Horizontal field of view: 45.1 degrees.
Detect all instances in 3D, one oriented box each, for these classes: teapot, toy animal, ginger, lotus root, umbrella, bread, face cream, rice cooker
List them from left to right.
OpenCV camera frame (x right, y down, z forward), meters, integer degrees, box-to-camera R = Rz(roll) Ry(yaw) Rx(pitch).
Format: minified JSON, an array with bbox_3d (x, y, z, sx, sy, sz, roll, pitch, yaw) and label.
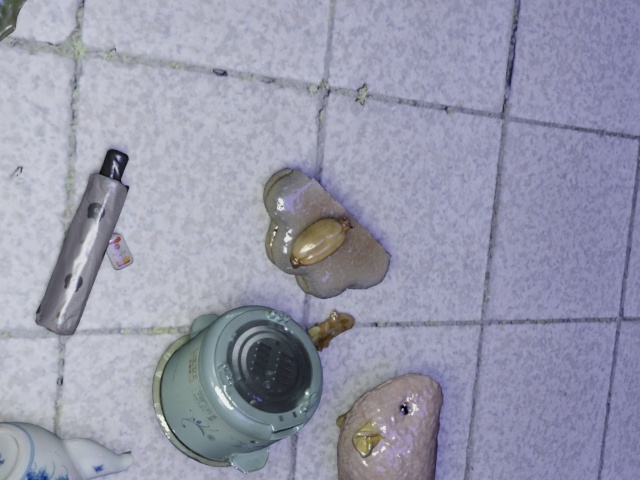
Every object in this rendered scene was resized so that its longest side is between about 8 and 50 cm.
[{"bbox_3d":[-0.510,0.446,1.270,0.424,0.252,0.280,-29,134,-23],"label":"teapot"},{"bbox_3d":[-0.411,0.001,1.356,0.073,0.067,0.337,19,86,12],"label":"umbrella"},{"bbox_3d":[-0.374,0.012,1.407,0.040,0.021,0.083,-29,110,-24],"label":"face cream"},{"bbox_3d":[-0.154,0.270,1.421,0.264,0.317,0.316,-11,103,-40],"label":"rice cooker"},{"bbox_3d":[-0.005,0.009,1.577,0.337,0.102,0.183,43,80,-30],"label":"bread"},{"bbox_3d":[0.000,0.000,1.481,0.150,0.062,0.073,-35,124,-15],"label":"lotus root"},{"bbox_3d":[0.017,0.193,1.647,0.137,0.044,0.057,-32,82,-29],"label":"ginger"},{"bbox_3d":[0.141,0.459,1.670,0.227,0.188,0.358,0,98,-19],"label":"toy animal"}]

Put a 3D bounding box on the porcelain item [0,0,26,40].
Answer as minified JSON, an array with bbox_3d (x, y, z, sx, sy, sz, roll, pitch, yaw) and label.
[{"bbox_3d":[-0.522,-0.370,1.241,0.081,0.069,0.215,34,79,-41],"label":"porcelain item"}]
